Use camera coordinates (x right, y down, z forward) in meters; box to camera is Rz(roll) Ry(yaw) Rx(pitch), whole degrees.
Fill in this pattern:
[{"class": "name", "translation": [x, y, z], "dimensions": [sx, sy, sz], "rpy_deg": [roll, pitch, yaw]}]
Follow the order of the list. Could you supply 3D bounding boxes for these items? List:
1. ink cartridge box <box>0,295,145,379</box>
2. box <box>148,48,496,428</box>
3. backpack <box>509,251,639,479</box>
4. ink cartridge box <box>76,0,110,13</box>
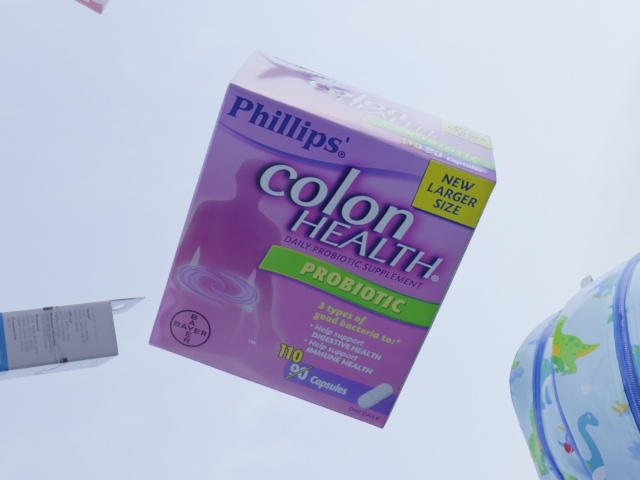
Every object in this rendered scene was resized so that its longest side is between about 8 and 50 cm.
[{"class": "ink cartridge box", "translation": [-0.274, 0.103, 0.969], "dimensions": [0.180, 0.104, 0.060], "rpy_deg": [-5, -101, -27]}, {"class": "box", "translation": [0.000, 0.000, 0.787], "dimensions": [0.117, 0.213, 0.243], "rpy_deg": [-73, 4, -66]}, {"class": "backpack", "translation": [0.325, 0.121, 0.781], "dimensions": [0.355, 0.273, 0.290], "rpy_deg": [-3, -106, -63]}, {"class": "ink cartridge box", "translation": [-0.204, -0.255, 0.708], "dimensions": [0.078, 0.134, 0.231], "rpy_deg": [-63, 8, -13]}]
